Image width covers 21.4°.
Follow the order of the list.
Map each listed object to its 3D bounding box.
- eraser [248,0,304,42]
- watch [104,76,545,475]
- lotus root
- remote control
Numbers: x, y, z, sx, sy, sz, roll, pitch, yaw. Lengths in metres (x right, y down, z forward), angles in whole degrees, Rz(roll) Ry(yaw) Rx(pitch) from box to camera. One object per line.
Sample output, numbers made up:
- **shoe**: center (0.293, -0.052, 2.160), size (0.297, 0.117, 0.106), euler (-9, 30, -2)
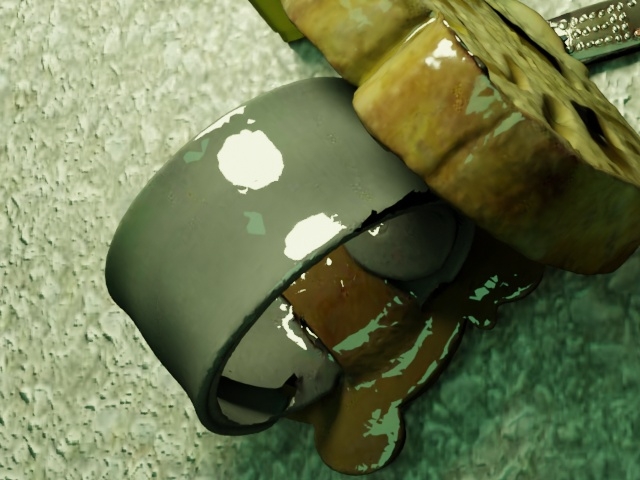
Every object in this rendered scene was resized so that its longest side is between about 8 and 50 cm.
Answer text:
- **eraser**: center (0.034, -0.269, 1.584), size (0.226, 0.158, 0.069), euler (-18, 73, 11)
- **watch**: center (0.000, 0.000, 1.429), size (0.335, 0.327, 0.314), euler (-40, 68, 3)
- **lotus root**: center (0.146, -0.123, 1.403), size (0.111, 0.375, 0.390), euler (-52, 41, 21)
- **remote control**: center (0.206, -0.177, 1.576), size (0.212, 0.028, 0.059), euler (-15, 68, 12)
